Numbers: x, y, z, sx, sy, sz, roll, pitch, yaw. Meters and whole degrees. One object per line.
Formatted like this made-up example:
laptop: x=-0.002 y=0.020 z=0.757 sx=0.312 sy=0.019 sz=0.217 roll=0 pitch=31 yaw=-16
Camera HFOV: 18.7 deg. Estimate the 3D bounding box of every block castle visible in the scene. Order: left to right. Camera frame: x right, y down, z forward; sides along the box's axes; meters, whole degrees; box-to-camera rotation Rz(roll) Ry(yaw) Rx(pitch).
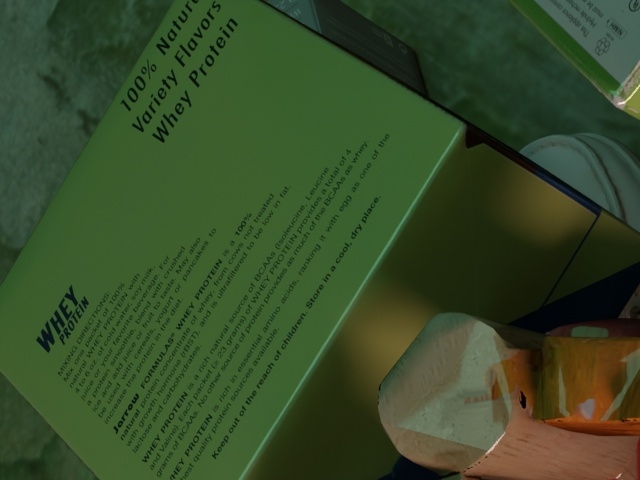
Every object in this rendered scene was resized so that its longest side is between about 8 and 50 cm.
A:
block castle: x=0.172 y=0.242 z=0.628 sx=0.303 sy=0.213 sz=0.453 roll=-3 pitch=79 yaw=33

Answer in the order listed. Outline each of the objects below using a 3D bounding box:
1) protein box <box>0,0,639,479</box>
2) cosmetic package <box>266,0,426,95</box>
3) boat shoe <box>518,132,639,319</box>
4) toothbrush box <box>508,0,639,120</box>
protein box: x=-0.009 y=0.023 z=0.825 sx=0.201 sy=0.136 sz=0.200 roll=36 pitch=96 yaw=48
cosmetic package: x=0.000 y=0.000 z=1.001 sx=0.127 sy=0.107 sz=0.238 roll=-35 pitch=47 yaw=26
boat shoe: x=0.112 y=0.063 z=0.859 sx=0.098 sy=0.096 sz=0.277 roll=-29 pitch=54 yaw=35
toothbrush box: x=0.174 y=-0.098 z=0.728 sx=0.122 sy=0.283 sz=0.206 roll=-53 pitch=44 yaw=16
